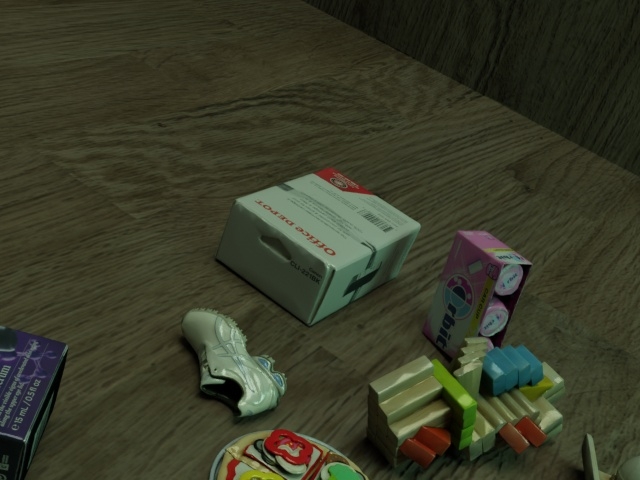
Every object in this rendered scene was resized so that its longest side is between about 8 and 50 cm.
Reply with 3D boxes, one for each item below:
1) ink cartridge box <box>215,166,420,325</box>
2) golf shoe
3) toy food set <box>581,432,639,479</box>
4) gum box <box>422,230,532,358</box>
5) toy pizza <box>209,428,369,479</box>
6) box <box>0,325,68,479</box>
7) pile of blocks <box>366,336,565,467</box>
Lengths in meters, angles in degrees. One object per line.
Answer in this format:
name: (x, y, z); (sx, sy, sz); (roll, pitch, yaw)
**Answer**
ink cartridge box: (0.000, 0.000, 1.389); (0.197, 0.114, 0.273); (34, 30, 21)
golf shoe: (-0.126, 0.150, 1.095); (0.176, 0.069, 0.086); (36, 37, 27)
toy food set: (0.472, 0.368, 1.090); (0.306, 0.092, 0.219); (21, 28, 0)
gum box: (0.228, 0.092, 1.315); (0.062, 0.188, 0.107); (0, 27, -34)
toy pizza: (-0.023, 0.276, 0.973); (0.201, 0.032, 0.201); (17, 28, -9)
box: (-0.373, 0.157, 0.861); (0.207, 0.108, 0.153); (17, 29, -10)
pile of blocks: (0.222, 0.213, 1.131); (0.362, 0.149, 0.112); (-2, 36, -38)
